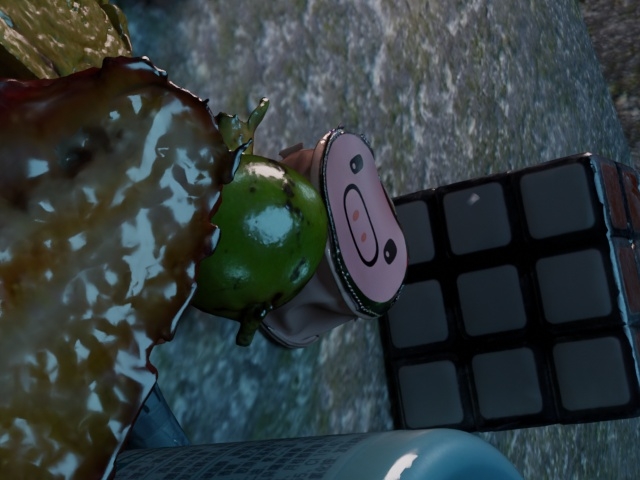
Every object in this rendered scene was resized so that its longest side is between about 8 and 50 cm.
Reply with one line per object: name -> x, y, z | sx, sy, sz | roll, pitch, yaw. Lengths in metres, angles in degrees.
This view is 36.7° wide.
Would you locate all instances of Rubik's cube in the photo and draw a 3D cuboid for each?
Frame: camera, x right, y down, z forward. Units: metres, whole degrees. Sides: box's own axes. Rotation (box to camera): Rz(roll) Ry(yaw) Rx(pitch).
Rubik's cube -> 0.269, 0.074, 1.228 | 0.305, 0.301, 0.304 | 6, 74, -58

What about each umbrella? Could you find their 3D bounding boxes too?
umbrella -> -0.146, 0.114, 0.743 | 0.250, 0.052, 0.053 | 67, 32, -20

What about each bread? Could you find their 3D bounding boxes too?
bread -> -0.217, -0.135, 0.628 | 0.158, 0.143, 0.149 | 47, 42, -48

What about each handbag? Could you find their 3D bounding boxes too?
handbag -> 0.001, 0.000, 0.976 | 0.205, 0.116, 0.179 | 67, 30, -17

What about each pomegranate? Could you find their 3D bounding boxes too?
pomegranate -> -0.080, -0.025, 0.846 | 0.156, 0.156, 0.220 | 44, 13, -45

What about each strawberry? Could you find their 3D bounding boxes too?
strawberry -> -0.208, 0.011, 0.534 | 0.253, 0.150, 0.280 | 29, 74, -16

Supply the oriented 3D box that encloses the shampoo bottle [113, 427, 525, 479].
shampoo bottle -> -0.051, 0.282, 0.555 | 0.331, 0.342, 0.331 | 31, 53, -53
